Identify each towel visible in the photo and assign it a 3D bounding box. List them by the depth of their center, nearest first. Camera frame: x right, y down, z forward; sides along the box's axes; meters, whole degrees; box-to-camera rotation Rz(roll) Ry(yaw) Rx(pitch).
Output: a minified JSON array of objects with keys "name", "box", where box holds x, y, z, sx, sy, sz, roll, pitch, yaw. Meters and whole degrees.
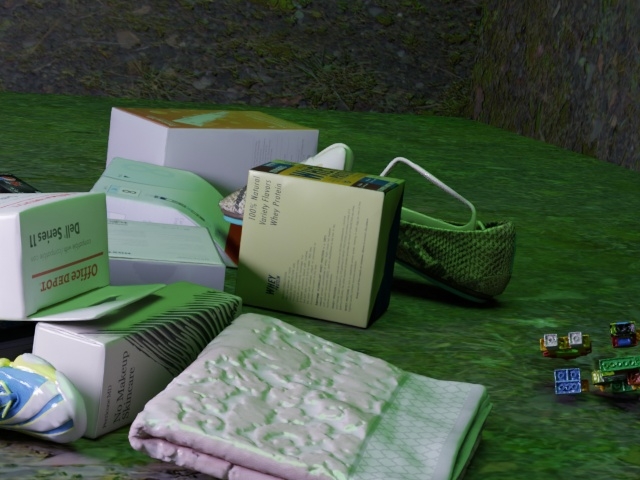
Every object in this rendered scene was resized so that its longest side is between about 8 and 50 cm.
[{"name":"towel","box":[0.005,0.179,1.425,0.317,0.053,0.332,16,18,11]}]

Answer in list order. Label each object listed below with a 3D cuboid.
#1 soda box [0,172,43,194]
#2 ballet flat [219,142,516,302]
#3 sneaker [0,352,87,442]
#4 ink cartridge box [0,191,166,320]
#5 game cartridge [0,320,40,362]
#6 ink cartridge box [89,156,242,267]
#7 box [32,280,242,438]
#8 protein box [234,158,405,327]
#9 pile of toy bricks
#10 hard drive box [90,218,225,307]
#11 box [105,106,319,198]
[{"name":"soda box","box":[-0.521,-0.069,2.324,0.053,0.060,0.169,-3,17,-33]},{"name":"ballet flat","box":[0.084,-0.054,2.190,0.483,0.182,0.164,18,12,11]},{"name":"sneaker","box":[-0.349,0.165,1.379,0.240,0.091,0.126,17,34,36]},{"name":"ink cartridge box","box":[-0.370,0.012,1.521,0.353,0.119,0.207,1,9,17]},{"name":"game cartridge","box":[-0.476,0.102,1.601,0.230,0.068,0.355,12,13,37]},{"name":"ink cartridge box","box":[-0.187,-0.042,2.306,0.385,0.091,0.308,9,13,-3]},{"name":"box","box":[-0.200,0.126,1.527,0.094,0.113,0.275,15,16,25]},{"name":"protein box","box":[0.000,0.000,1.992,0.201,0.200,0.136,10,12,14]},{"name":"pile of toy bricks","box":[0.393,0.168,1.749,0.212,0.118,0.105,-6,-20,15]},{"name":"hard drive box","box":[-0.238,0.040,1.932,0.181,0.089,0.232,5,12,-11]},{"name":"box","box":[-0.207,-0.153,2.632,0.345,0.168,0.215,-3,16,-38]}]
